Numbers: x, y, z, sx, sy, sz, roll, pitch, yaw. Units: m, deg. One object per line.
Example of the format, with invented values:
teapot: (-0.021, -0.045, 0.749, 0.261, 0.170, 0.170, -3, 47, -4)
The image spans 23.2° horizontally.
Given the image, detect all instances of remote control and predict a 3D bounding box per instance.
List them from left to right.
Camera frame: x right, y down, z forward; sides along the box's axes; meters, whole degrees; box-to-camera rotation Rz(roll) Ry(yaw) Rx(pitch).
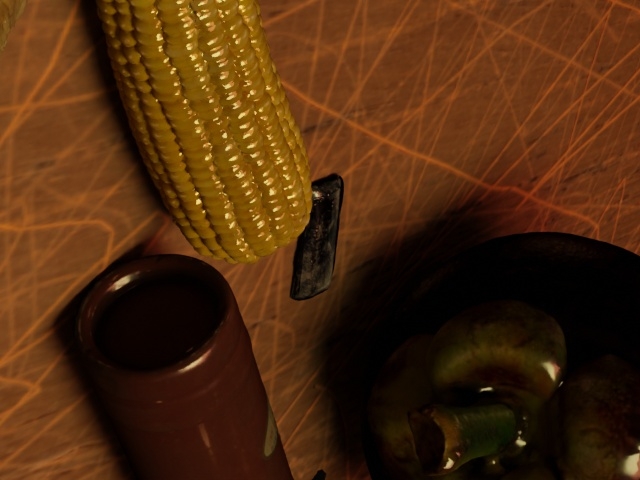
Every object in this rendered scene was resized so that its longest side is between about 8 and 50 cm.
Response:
remote control: (0.000, 0.000, 1.115, 0.039, 0.014, 0.096, -23, 130, -44)

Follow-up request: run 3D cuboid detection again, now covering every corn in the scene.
corn: (-0.067, -0.085, 0.890, 0.093, 0.093, 0.244, -45, 142, -23)

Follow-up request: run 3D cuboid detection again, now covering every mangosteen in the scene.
mangosteen: (0.182, 0.134, 1.191, 0.297, 0.297, 0.313, -48, -176, -19)

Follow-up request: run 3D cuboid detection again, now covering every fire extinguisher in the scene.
fire extinguisher: (-0.060, 0.145, 1.061, 0.138, 0.102, 0.344, -46, 144, -25)

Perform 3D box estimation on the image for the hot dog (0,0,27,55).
hot dog: (-0.165, -0.136, 0.744, 0.078, 0.061, 0.169, 87, 18, -50)
